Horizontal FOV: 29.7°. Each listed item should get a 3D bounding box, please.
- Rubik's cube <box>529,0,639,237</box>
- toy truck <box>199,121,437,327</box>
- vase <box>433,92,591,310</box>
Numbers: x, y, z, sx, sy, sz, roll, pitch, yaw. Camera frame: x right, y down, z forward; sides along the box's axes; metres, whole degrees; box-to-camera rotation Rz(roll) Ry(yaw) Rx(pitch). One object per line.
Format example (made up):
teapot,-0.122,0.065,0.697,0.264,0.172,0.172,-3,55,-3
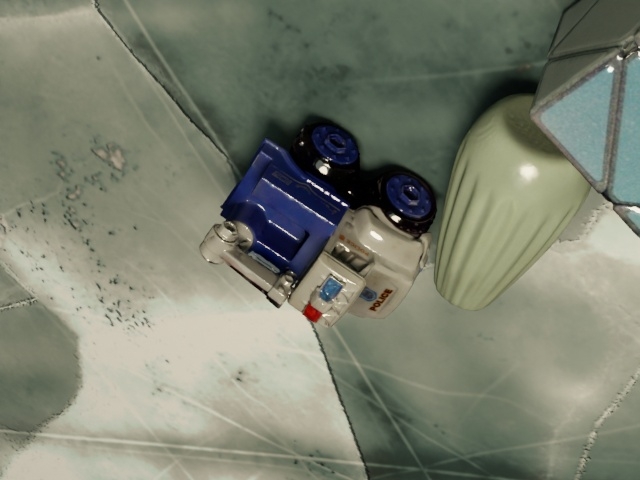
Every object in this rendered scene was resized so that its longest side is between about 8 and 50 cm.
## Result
Rubik's cube,0.323,-0.133,0.994,0.205,0.207,0.205,45,128,-12
toy truck,0.000,0.000,1.233,0.213,0.177,0.161,33,128,-3
vase,0.177,-0.026,1.186,0.128,0.128,0.248,24,138,4
